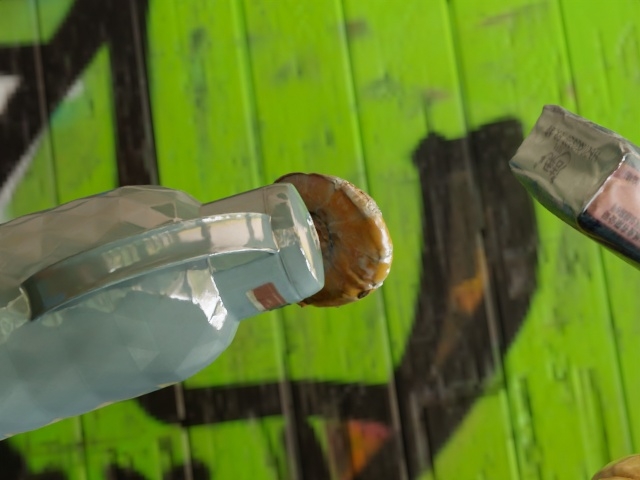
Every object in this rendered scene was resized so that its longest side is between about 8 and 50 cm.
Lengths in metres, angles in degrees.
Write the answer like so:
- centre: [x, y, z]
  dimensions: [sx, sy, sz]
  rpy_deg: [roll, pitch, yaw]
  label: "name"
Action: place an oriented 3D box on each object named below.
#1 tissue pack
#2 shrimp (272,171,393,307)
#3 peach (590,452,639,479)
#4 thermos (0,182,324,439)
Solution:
- centre: [0.361, -0.007, 1.631]
  dimensions: [0.315, 0.103, 0.228]
  rpy_deg: [31, -175, -20]
  label: "tissue pack"
- centre: [0.003, -0.001, 1.445]
  dimensions: [0.051, 0.132, 0.187]
  rpy_deg: [-27, 169, -34]
  label: "shrimp"
- centre: [0.218, 0.222, 0.970]
  dimensions: [0.184, 0.184, 0.184]
  rpy_deg: [-7, 170, -1]
  label: "peach"
- centre: [-0.143, 0.034, 1.072]
  dimensions: [0.286, 0.145, 0.182]
  rpy_deg: [-18, 169, 9]
  label: "thermos"
